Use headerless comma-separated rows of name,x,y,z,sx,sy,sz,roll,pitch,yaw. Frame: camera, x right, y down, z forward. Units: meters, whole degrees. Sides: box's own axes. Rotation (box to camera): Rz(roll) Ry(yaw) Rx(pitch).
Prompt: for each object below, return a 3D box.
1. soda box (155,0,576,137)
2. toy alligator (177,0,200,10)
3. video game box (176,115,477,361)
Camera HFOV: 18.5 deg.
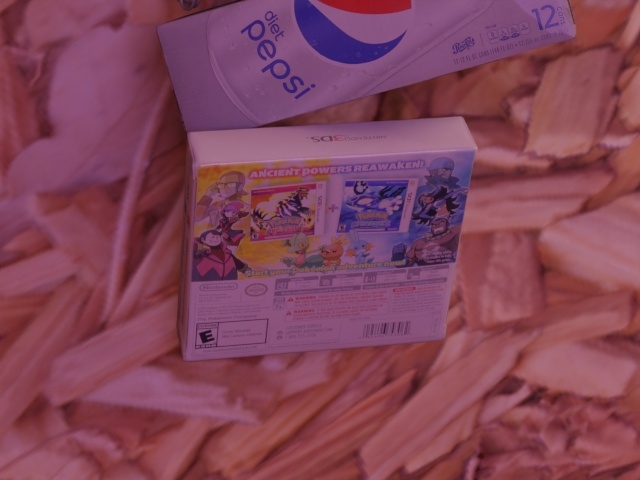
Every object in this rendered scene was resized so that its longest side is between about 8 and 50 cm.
soda box,0.034,-0.151,1.407,0.286,0.098,0.091,-15,97,7
toy alligator,-0.106,-0.263,1.434,0.051,0.056,0.189,-25,102,-51
video game box,0.000,0.000,1.429,0.205,0.048,0.187,-4,132,-13
